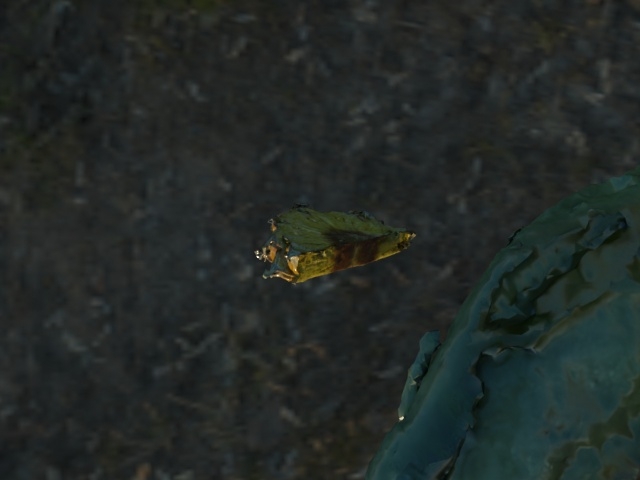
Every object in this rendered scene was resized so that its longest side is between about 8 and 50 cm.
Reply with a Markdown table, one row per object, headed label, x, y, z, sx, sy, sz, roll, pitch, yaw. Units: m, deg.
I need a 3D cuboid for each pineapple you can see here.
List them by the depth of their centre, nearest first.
| label | x | y | z | sx | sy | sz | roll | pitch | yaw |
| --- | --- | --- | --- | --- | --- | --- | --- | --- | --- |
| pineapple | 0.000 | 0.000 | 0.833 | 0.045 | 0.083 | 0.019 | 25 | 114 | 31 |

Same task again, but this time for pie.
| label | x | y | z | sx | sy | sz | roll | pitch | yaw |
| --- | --- | --- | --- | --- | --- | --- | --- | --- | --- |
| pie | 0.131 | 0.127 | 0.609 | 0.067 | 0.302 | 0.302 | -161 | 78 | -69 |
